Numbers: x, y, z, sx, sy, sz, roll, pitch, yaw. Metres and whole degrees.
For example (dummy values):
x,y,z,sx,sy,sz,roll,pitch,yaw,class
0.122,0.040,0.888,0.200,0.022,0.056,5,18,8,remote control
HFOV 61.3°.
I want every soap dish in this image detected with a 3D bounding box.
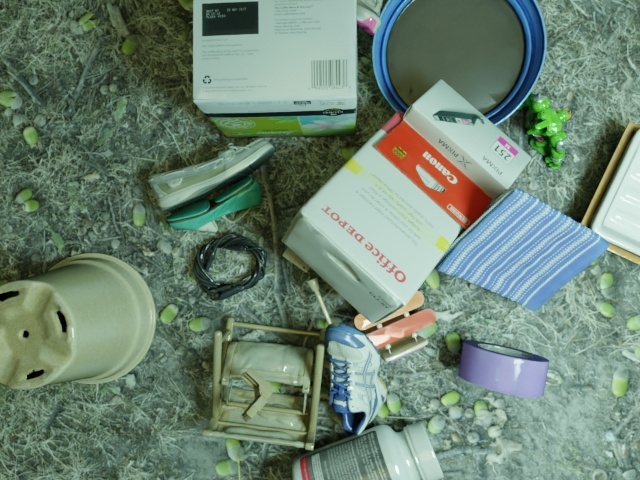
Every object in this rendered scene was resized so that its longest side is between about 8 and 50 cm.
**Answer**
x,y,z,sx,sy,sz,roll,pitch,yaw,class
0.748,-0.093,1.251,0.229,0.118,0.290,25,90,4,soap dish

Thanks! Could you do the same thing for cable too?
x,y,z,sx,sy,sz,roll,pitch,yaw,class
-0.221,0.058,1.344,0.185,0.047,0.150,-26,82,5,cable

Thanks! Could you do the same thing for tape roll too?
x,y,z,sx,sy,sz,roll,pitch,yaw,class
0.413,0.288,1.225,0.189,0.189,0.080,10,90,3,tape roll

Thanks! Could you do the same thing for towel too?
x,y,z,sx,sy,sz,roll,pitch,yaw,class
0.445,0.034,1.175,0.336,0.040,0.243,22,124,-29,towel

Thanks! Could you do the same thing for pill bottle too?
x,y,z,sx,sy,sz,roll,pitch,yaw,class
0.109,0.533,1.243,0.319,0.176,0.176,-22,88,3,pill bottle

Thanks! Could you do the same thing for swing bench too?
x,y,z,sx,sy,sz,roll,pitch,yaw,class
-0.124,0.334,1.272,0.253,0.165,0.254,7,94,3,swing bench

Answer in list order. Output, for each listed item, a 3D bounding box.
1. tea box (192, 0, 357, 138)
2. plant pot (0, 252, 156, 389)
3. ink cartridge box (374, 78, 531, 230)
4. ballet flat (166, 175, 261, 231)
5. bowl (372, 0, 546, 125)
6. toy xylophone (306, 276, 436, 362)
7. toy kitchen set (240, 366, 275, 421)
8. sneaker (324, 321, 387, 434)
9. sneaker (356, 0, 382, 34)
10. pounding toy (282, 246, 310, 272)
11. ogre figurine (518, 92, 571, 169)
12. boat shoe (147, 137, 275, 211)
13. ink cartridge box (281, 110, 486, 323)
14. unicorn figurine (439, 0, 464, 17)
x,y,z,sx,sy,sz,roll,pitch,yaw,class
-0.083,-0.370,1.202,0.329,0.323,0.219,0,88,4,tea box
-0.590,0.195,1.227,0.334,0.305,0.333,0,89,3,plant pot
0.290,-0.191,1.168,0.275,0.060,0.239,43,58,4,ink cartridge box
-0.254,-0.068,1.328,0.247,0.083,0.087,-25,117,2,ballet flat
0.318,-0.443,1.269,0.391,0.077,0.391,1,101,8,bowl
0.115,0.136,1.275,0.236,0.081,0.322,-28,89,-15,toy xylophone
-0.159,0.336,1.162,0.075,0.068,0.083,43,47,2,toy kitchen set
0.070,0.316,1.204,0.112,0.131,0.296,4,131,36,sneaker
0.099,-0.570,1.238,0.103,0.252,0.111,22,129,-33,sneaker
0.000,0.000,1.296,0.100,0.141,0.130,36,105,4,pounding toy
0.525,-0.267,1.268,0.097,0.118,0.197,-7,89,3,ogre figurine
-0.266,-0.175,1.314,0.320,0.118,0.103,-25,92,9,boat shoe
0.145,-0.056,1.182,0.279,0.160,0.384,42,60,3,ink cartridge box
0.342,-0.547,1.313,0.111,0.060,0.162,-38,87,2,unicorn figurine
